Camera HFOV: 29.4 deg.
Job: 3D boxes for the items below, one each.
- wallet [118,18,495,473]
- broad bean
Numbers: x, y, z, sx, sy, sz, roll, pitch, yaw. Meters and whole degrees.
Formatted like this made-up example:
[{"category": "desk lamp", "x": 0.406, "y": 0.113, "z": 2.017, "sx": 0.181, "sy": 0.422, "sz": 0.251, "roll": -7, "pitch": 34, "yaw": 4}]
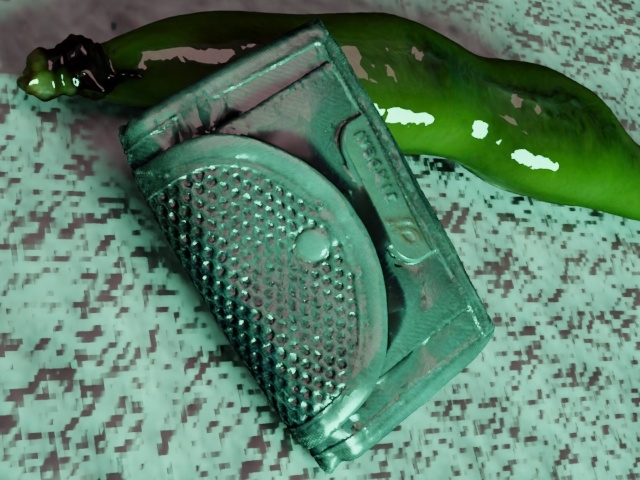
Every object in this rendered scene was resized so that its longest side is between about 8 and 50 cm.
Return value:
[{"category": "wallet", "x": 0.000, "y": 0.000, "z": 0.398, "sx": 0.088, "sy": 0.026, "sz": 0.129, "roll": -34, "pitch": 97, "yaw": -27}, {"category": "broad bean", "x": 0.035, "y": -0.053, "z": 0.462, "sx": 0.297, "sy": 0.043, "sz": 0.060, "roll": 10, "pitch": 71, "yaw": -27}]
